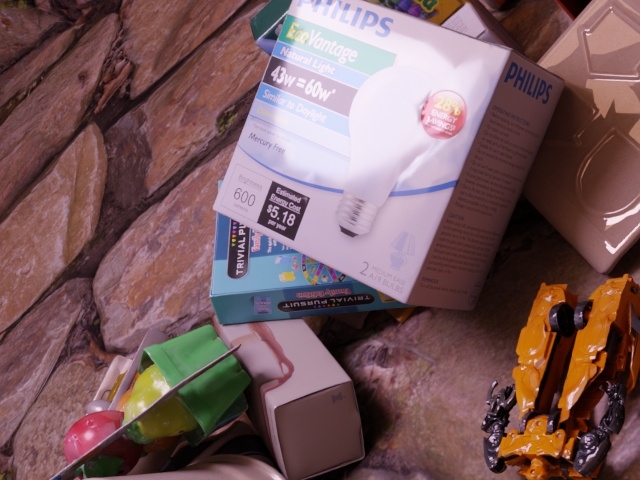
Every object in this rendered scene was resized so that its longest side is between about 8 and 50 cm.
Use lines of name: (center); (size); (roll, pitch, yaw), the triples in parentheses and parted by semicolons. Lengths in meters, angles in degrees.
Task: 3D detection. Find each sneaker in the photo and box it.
sneaker: (-0.215, 0.416, 1.913); (0.321, 0.126, 0.127); (-35, 39, 6)

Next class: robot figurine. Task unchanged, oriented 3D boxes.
robot figurine: (0.317, 0.184, 1.513); (0.211, 0.085, 0.291); (-9, 51, 47)

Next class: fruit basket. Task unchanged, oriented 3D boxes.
fruit basket: (-0.270, 0.288, 1.769); (0.353, 0.165, 0.327); (-42, -4, -19)

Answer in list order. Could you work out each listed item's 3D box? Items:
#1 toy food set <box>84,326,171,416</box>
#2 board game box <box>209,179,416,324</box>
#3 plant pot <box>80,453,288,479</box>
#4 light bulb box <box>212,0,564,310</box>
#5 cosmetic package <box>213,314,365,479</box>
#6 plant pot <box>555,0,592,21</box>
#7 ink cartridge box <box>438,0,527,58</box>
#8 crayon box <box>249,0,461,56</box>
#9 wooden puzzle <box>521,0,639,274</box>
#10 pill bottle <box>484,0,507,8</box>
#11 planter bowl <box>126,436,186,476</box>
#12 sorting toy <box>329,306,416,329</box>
toy food set: (-0.384, 0.287, 2.203); (0.306, 0.092, 0.220); (-33, 31, 63)
board game box: (0.000, 0.000, 1.910); (0.336, 0.079, 0.254); (-6, 48, 7)
plant pot: (-0.220, 0.445, 1.620); (0.333, 0.305, 0.334); (-10, 70, 30)
light bulb box: (0.097, -0.135, 1.694); (0.358, 0.225, 0.361); (25, 97, 29)
cosmetic package: (-0.054, 0.222, 1.838); (0.129, 0.153, 0.296); (-18, 28, -16)
plant pot: (0.450, -0.492, 1.854); (0.267, 0.267, 0.236); (-41, 18, 17)
ink cartridge box: (0.224, -0.287, 1.976); (0.197, 0.198, 0.270); (-41, 34, 16)
crayon box: (0.072, -0.378, 1.879); (0.323, 0.203, 0.083); (-41, 35, 19)
wooden puzzle: (0.422, -0.170, 1.662); (0.348, 0.080, 0.322); (-52, 48, 18)
pill bottle: (0.358, -0.527, 2.113); (0.221, 0.121, 0.121); (-39, 35, 19)
planter bowl: (-0.270, 0.350, 2.028); (0.162, 0.109, 0.162); (-63, 5, 10)
sorting toy: (0.062, 0.040, 2.001); (0.196, 0.047, 0.347); (-57, 33, -8)
